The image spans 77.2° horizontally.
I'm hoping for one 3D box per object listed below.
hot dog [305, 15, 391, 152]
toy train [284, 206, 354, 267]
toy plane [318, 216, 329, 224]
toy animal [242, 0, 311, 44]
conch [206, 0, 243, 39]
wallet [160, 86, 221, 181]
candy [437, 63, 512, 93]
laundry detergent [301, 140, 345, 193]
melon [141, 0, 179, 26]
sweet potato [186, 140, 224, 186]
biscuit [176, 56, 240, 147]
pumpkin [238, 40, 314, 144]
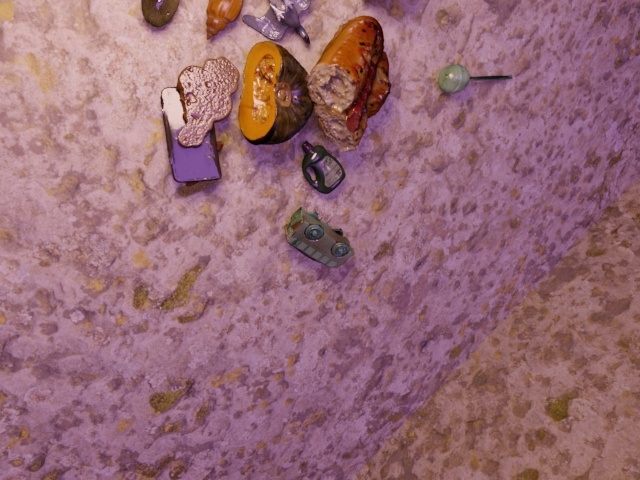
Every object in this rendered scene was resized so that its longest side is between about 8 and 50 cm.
[{"bbox_3d":[0.130,-0.565,1.402,0.367,0.196,0.365,65,43,-57],"label":"hot dog"},{"bbox_3d":[0.000,0.000,1.654,0.326,0.129,0.159,32,116,-32],"label":"toy train"},{"bbox_3d":[0.007,-0.064,1.705,0.078,0.024,0.084,-21,119,4],"label":"toy plane"},{"bbox_3d":[-0.124,-0.751,1.314,0.239,0.176,0.255,-36,107,14],"label":"toy animal"},{"bbox_3d":[-0.269,-0.770,1.243,0.330,0.109,0.093,-56,142,4],"label":"conch"},{"bbox_3d":[-0.430,-0.350,1.337,0.165,0.042,0.309,-9,100,-17],"label":"wallet"},{"bbox_3d":[0.688,-0.701,1.738,0.440,0.119,0.119,-13,115,-28],"label":"candy"},{"bbox_3d":[-0.009,-0.292,1.574,0.144,0.078,0.222,-46,123,2],"label":"laundry detergent"},{"bbox_3d":[-0.468,-0.708,1.175,0.099,0.099,0.162,17,101,-30],"label":"melon"},{"bbox_3d":[-0.403,-0.265,1.409,0.058,0.055,0.202,34,94,-36],"label":"sweet potato"},{"bbox_3d":[-0.379,-0.449,1.301,0.184,0.047,0.319,15,88,-20],"label":"biscuit"},{"bbox_3d":[-0.151,-0.481,1.378,0.232,0.242,0.324,-5,111,-56],"label":"pumpkin"}]
